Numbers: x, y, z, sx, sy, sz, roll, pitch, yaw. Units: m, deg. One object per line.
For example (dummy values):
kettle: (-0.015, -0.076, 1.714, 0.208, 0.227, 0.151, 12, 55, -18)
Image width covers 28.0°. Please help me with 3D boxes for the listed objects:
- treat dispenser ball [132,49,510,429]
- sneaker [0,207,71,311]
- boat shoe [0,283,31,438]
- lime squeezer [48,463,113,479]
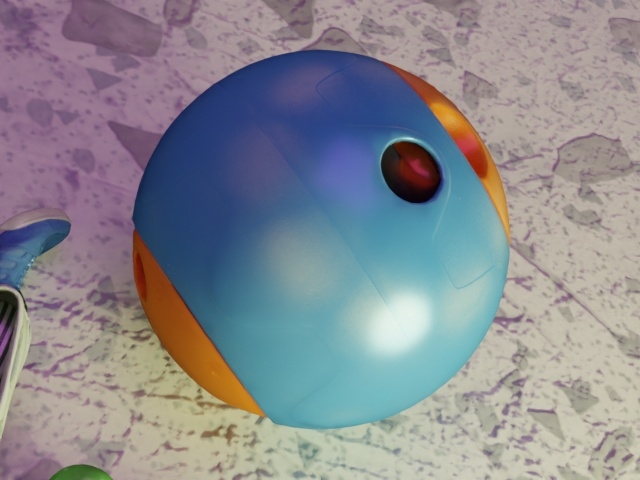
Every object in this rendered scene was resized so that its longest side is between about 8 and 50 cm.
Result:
treat dispenser ball: (0.000, 0.000, 0.978, 0.288, 0.288, 0.288, 14, 48, -16)
sneaker: (-0.241, 0.034, 0.992, 0.152, 0.058, 0.084, -26, 70, -42)
boat shoe: (-0.257, 0.129, 0.858, 0.083, 0.076, 0.226, 16, 63, -8)
lime squeezer: (-0.189, 0.219, 0.877, 0.310, 0.059, 0.110, -17, 94, -36)
